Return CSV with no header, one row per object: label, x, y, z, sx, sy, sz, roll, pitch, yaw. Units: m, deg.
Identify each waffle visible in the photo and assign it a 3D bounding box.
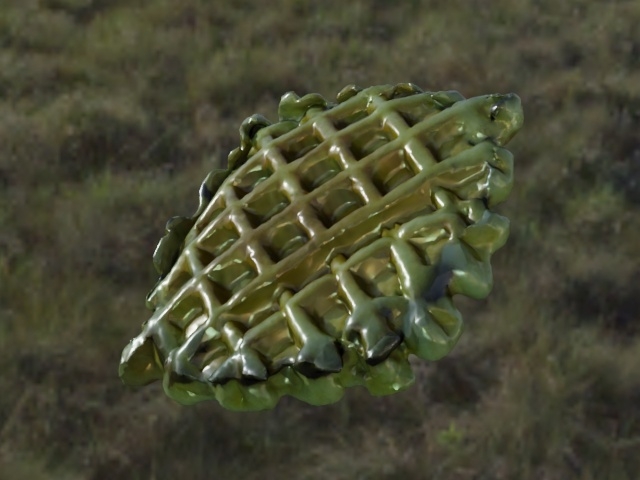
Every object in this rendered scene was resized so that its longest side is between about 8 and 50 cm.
waffle,0.000,0.000,0.744,0.214,0.054,0.208,2,52,35
